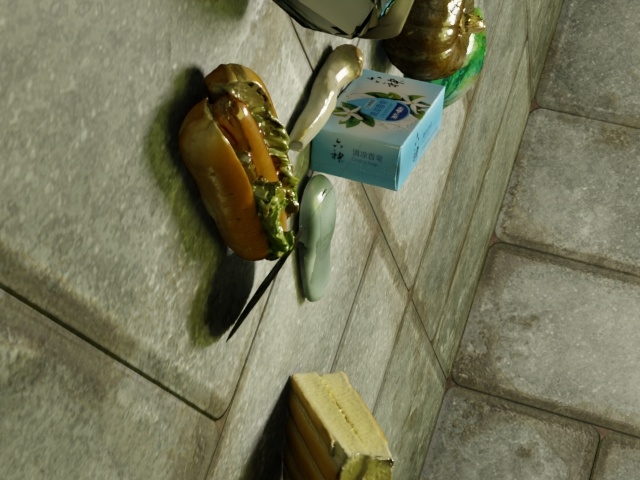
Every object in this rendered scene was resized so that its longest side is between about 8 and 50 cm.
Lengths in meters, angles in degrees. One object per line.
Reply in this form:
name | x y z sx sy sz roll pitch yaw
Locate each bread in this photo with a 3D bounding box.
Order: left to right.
bread | 0.024 0.377 1.848 0.246 0.111 0.239 -127 -143 -56

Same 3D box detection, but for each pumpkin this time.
pumpkin | 0.199 -0.369 1.913 0.219 0.162 0.219 11 90 -76

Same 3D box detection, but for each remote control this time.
remote control | -0.002 0.000 1.767 0.256 0.045 0.097 89 24 -49

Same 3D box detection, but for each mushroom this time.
mushroom | 0.006 -0.202 1.612 0.202 0.054 0.059 -60 160 -30

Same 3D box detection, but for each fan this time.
fan | -0.037 0.000 1.508 0.329 0.009 0.191 -56 -177 -7

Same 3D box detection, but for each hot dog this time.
hot dog | -0.080 -0.074 1.340 0.337 0.100 0.135 75 32 -60

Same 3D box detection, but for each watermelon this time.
watermelon | 0.216 -0.331 2.129 0.146 0.128 0.231 -17 124 -50

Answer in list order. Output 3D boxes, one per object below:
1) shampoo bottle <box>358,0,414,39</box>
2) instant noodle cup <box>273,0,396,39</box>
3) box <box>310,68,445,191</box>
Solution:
shampoo bottle | 0.086 -0.404 1.452 0.350 0.125 0.084 106 -14 -58
instant noodle cup | 0.026 -0.356 1.268 0.178 0.240 0.240 -60 160 -17
box | 0.092 -0.176 1.748 0.232 0.142 0.083 -54 153 -50
